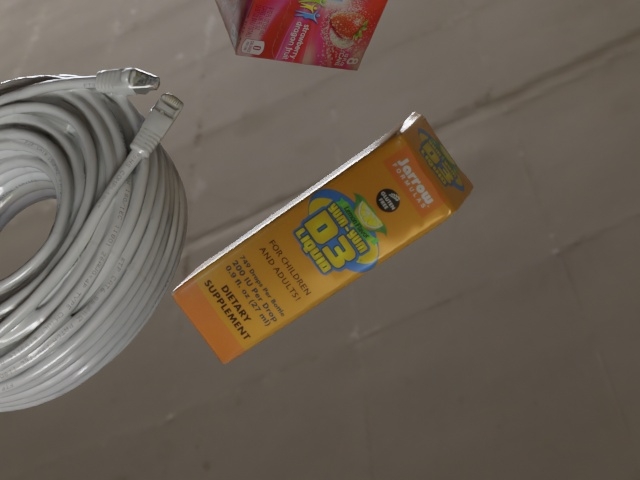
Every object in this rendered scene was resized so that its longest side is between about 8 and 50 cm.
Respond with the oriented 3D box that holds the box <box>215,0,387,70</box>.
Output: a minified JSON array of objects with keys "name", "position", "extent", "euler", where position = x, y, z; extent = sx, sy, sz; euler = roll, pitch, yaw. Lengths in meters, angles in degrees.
[{"name":"box","position":[0.005,-0.290,1.121],"extent":[0.128,0.257,0.122],"euler":[4,-139,-24]}]

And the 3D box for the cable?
[{"name":"cable","position":[-0.222,-0.004,0.922],"extent":[0.257,0.089,0.257],"euler":[8,-113,31]}]

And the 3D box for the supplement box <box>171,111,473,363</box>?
[{"name":"supplement box","position":[0.000,0.000,0.981],"extent":[0.233,0.078,0.080],"euler":[-35,-177,21]}]
